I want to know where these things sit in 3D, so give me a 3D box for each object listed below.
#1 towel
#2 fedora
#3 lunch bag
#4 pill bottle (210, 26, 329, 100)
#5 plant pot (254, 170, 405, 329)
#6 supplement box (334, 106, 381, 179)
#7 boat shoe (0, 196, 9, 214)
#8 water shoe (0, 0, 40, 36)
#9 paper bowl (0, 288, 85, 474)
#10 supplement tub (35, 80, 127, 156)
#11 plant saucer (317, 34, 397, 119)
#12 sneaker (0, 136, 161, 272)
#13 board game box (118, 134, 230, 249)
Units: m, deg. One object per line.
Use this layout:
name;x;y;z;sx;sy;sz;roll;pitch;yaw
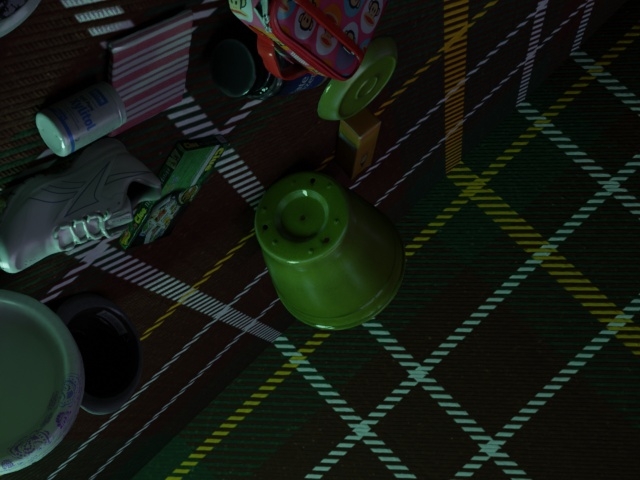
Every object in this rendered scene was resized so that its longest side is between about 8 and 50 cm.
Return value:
towel;-0.259;-0.248;1.296;0.144;0.029;0.197;-35;161;-32
fedora;-0.482;0.236;1.755;0.124;0.243;0.275;-19;-173;24
lunch bag;-0.013;-0.363;1.293;0.293;0.120;0.258;19;97;-63
pill bottle;-0.078;-0.300;1.453;0.219;0.123;0.123;-27;157;-51
plant pot;0.000;0.000;2.179;0.366;0.366;0.353;-44;154;-3
supplement box;0.090;-0.245;2.184;0.078;0.080;0.233;-39;164;-17
boat shoe;-0.475;-0.006;1.319;0.049;0.056;0.152;-19;151;-50
water shoe;-0.321;-0.299;0.924;0.203;0.073;0.080;-47;145;-8
paper bowl;-0.521;0.230;1.394;0.284;0.284;0.148;-40;170;-19
supplement tub;-0.333;-0.170;1.217;0.107;0.071;0.071;-37;164;-30
plant saucer;0.093;-0.354;1.960;0.241;0.037;0.241;-42;166;-13
sneaker;-0.356;-0.048;1.295;0.297;0.129;0.111;-47;159;-39
board game box;-0.282;-0.092;1.674;0.259;0.030;0.136;-52;162;29
